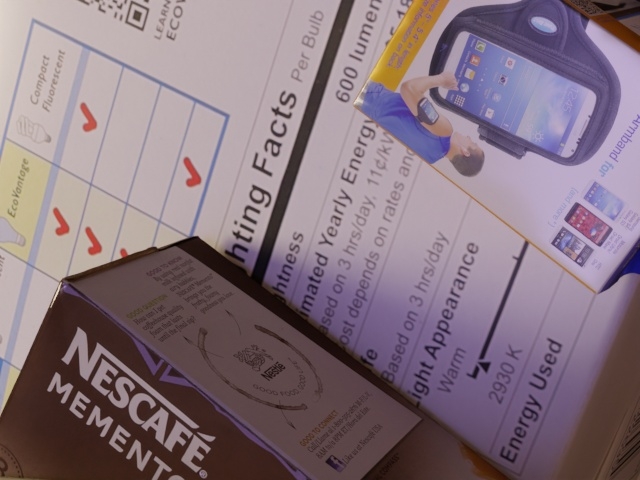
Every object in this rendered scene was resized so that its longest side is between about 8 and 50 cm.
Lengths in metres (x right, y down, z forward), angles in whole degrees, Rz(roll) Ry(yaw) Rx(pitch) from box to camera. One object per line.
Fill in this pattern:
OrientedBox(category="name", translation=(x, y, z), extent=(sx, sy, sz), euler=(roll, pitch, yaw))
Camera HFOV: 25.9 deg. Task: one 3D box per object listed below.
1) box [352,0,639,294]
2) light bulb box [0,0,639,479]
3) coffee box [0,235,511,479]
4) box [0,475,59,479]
OrientedBox(category="box", translation=(0.085, -0.044, 0.506), extent=(0.136, 0.028, 0.081), euler=(40, 116, 19))
OrientedBox(category="light bulb box", translation=(0.000, 0.000, 0.709), extent=(0.361, 0.225, 0.358), euler=(28, 113, 23))
OrientedBox(category="coffee box", translation=(-0.011, 0.128, 0.555), extent=(0.246, 0.098, 0.141), euler=(38, 116, 16))
OrientedBox(category="box", translation=(-0.044, 0.149, 0.465), extent=(0.275, 0.094, 0.113), euler=(0, 101, 29))
